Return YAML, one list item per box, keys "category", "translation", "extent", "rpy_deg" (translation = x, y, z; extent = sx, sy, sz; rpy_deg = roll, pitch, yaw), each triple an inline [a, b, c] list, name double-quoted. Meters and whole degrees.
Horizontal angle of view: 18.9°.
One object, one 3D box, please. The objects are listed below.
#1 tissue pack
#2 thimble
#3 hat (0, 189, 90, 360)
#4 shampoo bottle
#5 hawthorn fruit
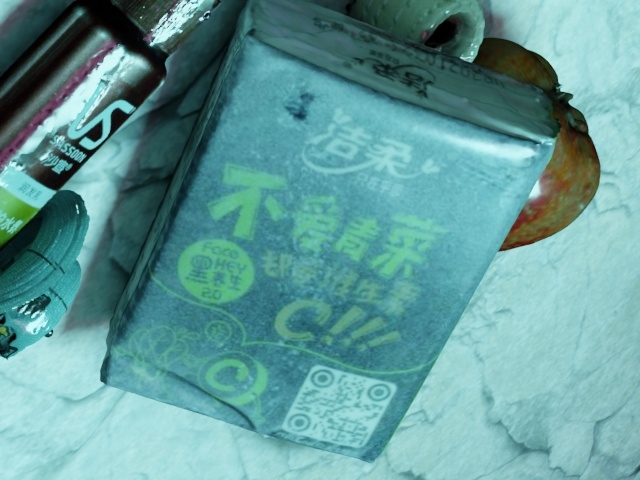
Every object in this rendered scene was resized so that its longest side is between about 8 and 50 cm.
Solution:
- category: "tissue pack"
  translation: [0.000, 0.000, 1.713]
  extent: [0.288, 0.124, 0.394]
  rpy_deg: [18, 124, -13]
- category: "thimble"
  translation: [0.085, -0.192, 1.738]
  extent: [0.102, 0.090, 0.115]
  rpy_deg: [-14, 138, -46]
- category: "hat"
  translation: [-0.241, 0.044, 1.571]
  extent: [0.138, 0.078, 0.191]
  rpy_deg: [-30, -159, 44]
- category: "shampoo bottle"
  translation: [-0.213, -0.095, 1.507]
  extent: [0.323, 0.084, 0.129]
  rpy_deg: [-45, 155, 2]
- category: "hawthorn fruit"
  translation: [0.137, -0.070, 1.844]
  extent: [0.248, 0.208, 0.208]
  rpy_deg: [-35, 152, 10]
